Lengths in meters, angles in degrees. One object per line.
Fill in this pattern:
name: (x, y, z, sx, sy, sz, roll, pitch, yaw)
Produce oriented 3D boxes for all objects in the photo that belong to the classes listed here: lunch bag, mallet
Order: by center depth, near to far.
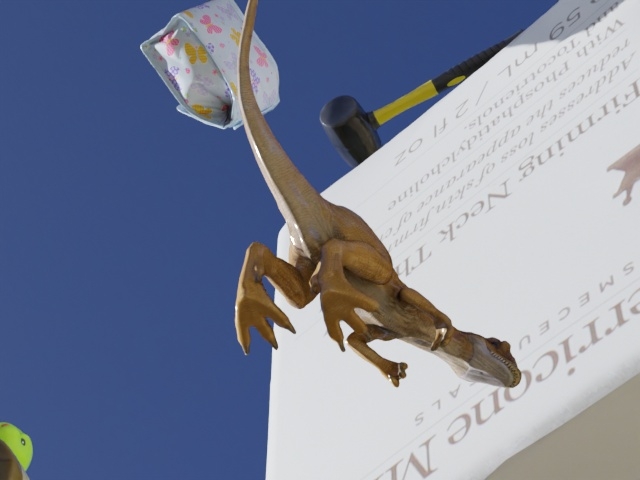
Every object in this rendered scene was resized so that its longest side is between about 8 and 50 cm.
lunch bag: (-0.070, -0.114, 1.184, 0.053, 0.071, 0.083, -37, -91, 33)
mallet: (0.086, -0.132, 1.485, 0.189, 0.039, 0.062, -33, -47, 13)

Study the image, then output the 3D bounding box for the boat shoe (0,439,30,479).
boat shoe: (-0.210, 0.173, 0.756, 0.223, 0.080, 0.073, -35, -56, -2)

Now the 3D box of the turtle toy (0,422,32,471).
turtle toy: (-0.246, 0.201, 1.315, 0.095, 0.066, 0.130, 9, -97, -27)

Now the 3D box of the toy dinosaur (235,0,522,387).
toy dinosaur: (0.000, 0.000, 0.771, 0.064, 0.112, 0.211, -34, -81, 28)

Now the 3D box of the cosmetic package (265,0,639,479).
cosmetic package: (0.192, 0.100, 1.045, 0.329, 0.394, 0.327, -39, -65, 23)
